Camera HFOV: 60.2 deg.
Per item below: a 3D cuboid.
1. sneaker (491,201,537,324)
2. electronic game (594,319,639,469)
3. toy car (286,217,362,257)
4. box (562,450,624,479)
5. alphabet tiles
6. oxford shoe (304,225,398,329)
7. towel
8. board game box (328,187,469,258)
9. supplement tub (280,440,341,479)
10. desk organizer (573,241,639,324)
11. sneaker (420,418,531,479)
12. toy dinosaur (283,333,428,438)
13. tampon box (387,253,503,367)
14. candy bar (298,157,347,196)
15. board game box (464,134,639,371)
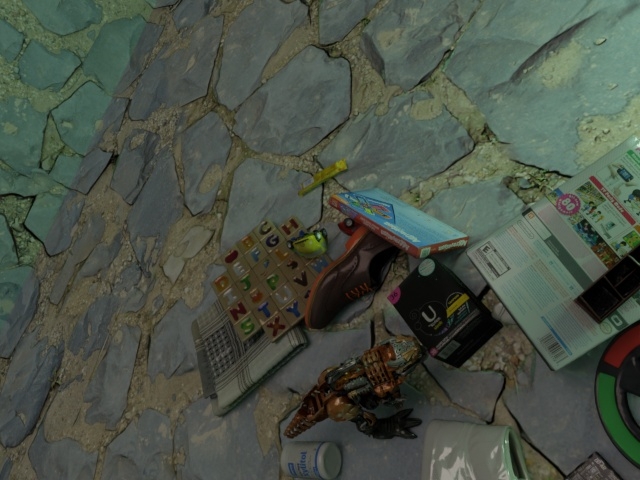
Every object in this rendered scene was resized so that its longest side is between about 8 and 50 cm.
[{"bbox_3d":[0.342,0.036,0.956,0.115,0.090,0.232,6,69,15],"label":"sneaker"},{"bbox_3d":[0.486,0.214,0.753,0.229,0.048,0.230,-29,55,50],"label":"electronic game"},{"bbox_3d":[0.000,0.000,1.276,0.225,0.238,0.053,-19,94,55],"label":"toy car"},{"bbox_3d":[0.409,0.363,0.802,0.067,0.018,0.083,-48,45,11],"label":"box"},{"bbox_3d":[-0.126,0.085,1.370,0.285,0.011,0.342,-40,46,-1],"label":"alphabet tiles"},{"bbox_3d":[0.065,0.090,1.195,0.098,0.096,0.272,36,94,40],"label":"oxford shoe"},{"bbox_3d":[-0.201,0.231,1.381,0.324,0.056,0.312,-43,47,17],"label":"towel"},{"bbox_3d":[0.156,-0.044,1.155,0.281,0.145,0.027,36,126,46],"label":"board game box"},{"bbox_3d":[-0.018,0.438,1.101,0.107,0.071,0.071,-15,59,35],"label":"supplement tub"},{"bbox_3d":[0.415,0.052,0.755,0.130,0.050,0.047,-43,67,6],"label":"desk organizer"},{"bbox_3d":[0.242,0.428,0.852,0.169,0.108,0.293,-14,59,40],"label":"sneaker"},{"bbox_3d":[0.061,0.271,1.013,0.321,0.218,0.165,-18,58,34],"label":"toy dinosaur"},{"bbox_3d":[0.227,0.131,1.023,0.120,0.101,0.161,-48,46,12],"label":"tampon box"},{"bbox_3d":[0.001,-0.163,1.435,0.161,0.018,0.040,-29,48,28],"label":"candy bar"},{"bbox_3d":[0.414,0.023,0.842,0.303,0.097,0.224,-36,67,10],"label":"board game box"}]
